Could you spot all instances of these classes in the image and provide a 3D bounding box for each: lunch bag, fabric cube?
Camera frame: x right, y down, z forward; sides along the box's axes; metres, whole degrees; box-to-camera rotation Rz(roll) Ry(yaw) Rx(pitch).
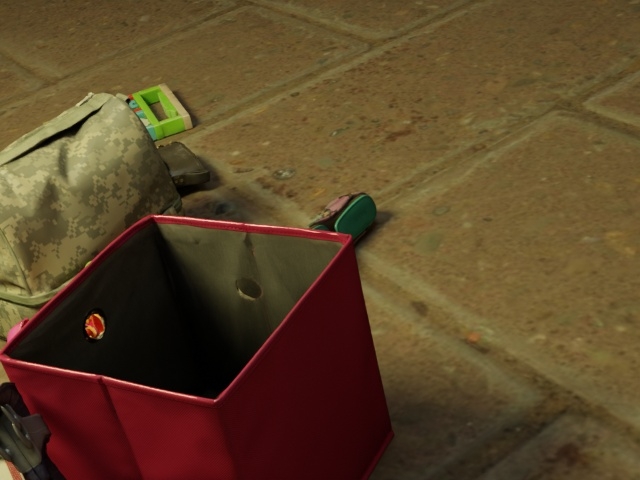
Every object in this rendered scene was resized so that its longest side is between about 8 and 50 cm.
[{"bbox_3d":[-0.346,-0.034,1.428,0.213,0.256,0.305,16,41,38],"label":"lunch bag"},{"bbox_3d":[-0.108,0.154,1.035,0.259,0.258,0.254,7,37,29],"label":"fabric cube"}]

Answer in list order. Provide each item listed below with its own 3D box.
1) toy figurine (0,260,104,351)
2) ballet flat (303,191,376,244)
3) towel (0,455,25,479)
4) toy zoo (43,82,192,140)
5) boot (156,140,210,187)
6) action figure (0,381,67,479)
[{"bbox_3d":[-0.295,0.125,1.247,0.159,0.130,0.173,-32,43,-32],"label":"toy figurine"},{"bbox_3d":[0.000,0.000,1.433,0.079,0.076,0.221,-13,21,37],"label":"ballet flat"},{"bbox_3d":[-0.448,0.345,1.069,0.329,0.037,0.237,-24,31,-20],"label":"towel"},{"bbox_3d":[-0.402,-0.207,1.944,0.293,0.030,0.192,-20,32,-12],"label":"toy zoo"},{"bbox_3d":[-0.328,-0.112,1.730,0.229,0.091,0.263,-23,36,-27],"label":"boot"},{"bbox_3d":[-0.227,0.266,0.913,0.185,0.285,0.099,-41,7,-5],"label":"action figure"}]
